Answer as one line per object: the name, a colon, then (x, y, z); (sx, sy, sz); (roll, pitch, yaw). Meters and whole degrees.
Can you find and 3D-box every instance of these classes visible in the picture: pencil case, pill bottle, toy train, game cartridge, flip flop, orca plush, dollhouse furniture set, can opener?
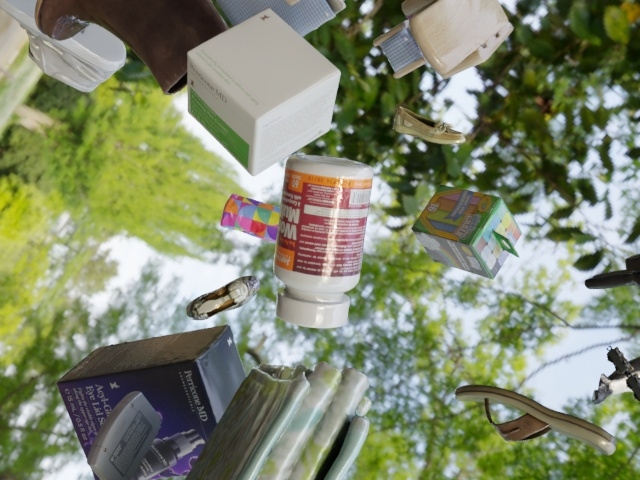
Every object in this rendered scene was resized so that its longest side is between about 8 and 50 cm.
pencil case: (-0.140, -0.043, 2.309); (0.104, 0.236, 0.104); (-160, -90, -90)
pill bottle: (0.000, 0.000, 1.214); (0.121, 0.121, 0.221); (-139, -125, -71)
toy train: (0.520, 0.239, 1.459); (0.027, 0.036, 0.158); (-44, -121, 26)
game cartridge: (-0.180, 0.183, 0.817); (0.017, 0.056, 0.083); (1, -138, 28)
flip flop: (0.348, 0.306, 1.484); (0.080, 0.277, 0.112); (-67, 157, -7)
orca plush: (0.688, 0.281, 1.826); (0.287, 0.151, 0.102); (-17, -168, -3)
dollhouse furniture set: (-0.049, -0.221, 0.818); (0.303, 0.286, 0.198); (-19, -162, 47)
can opener: (0.593, 0.069, 1.726); (0.186, 0.059, 0.073); (-23, -102, 60)

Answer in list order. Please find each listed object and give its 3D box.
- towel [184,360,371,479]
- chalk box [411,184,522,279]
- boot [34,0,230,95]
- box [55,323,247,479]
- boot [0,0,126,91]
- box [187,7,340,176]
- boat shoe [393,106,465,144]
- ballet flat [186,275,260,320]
towel: (-0.091, 0.278, 0.801); (0.374, 0.090, 0.320); (-59, -174, -12)
chalk box: (0.328, -0.016, 1.883); (0.213, 0.132, 0.132); (17, -115, 43)
boot: (-0.237, -0.265, 1.096); (0.248, 0.206, 0.090); (-33, 167, 27)
box: (-0.198, 0.207, 1.120); (0.207, 0.153, 0.108); (-13, -165, 22)
boot: (-0.447, -0.330, 1.423); (0.123, 0.258, 0.095); (-31, -146, 40)
box: (-0.054, -0.136, 0.819); (0.102, 0.101, 0.087); (-35, 159, -26)
boat shoe: (0.217, -0.226, 1.770); (0.056, 0.153, 0.048); (-20, 124, -53)
ballet flat: (-0.135, 0.083, 1.265); (0.114, 0.041, 0.041); (-25, -166, -14)
